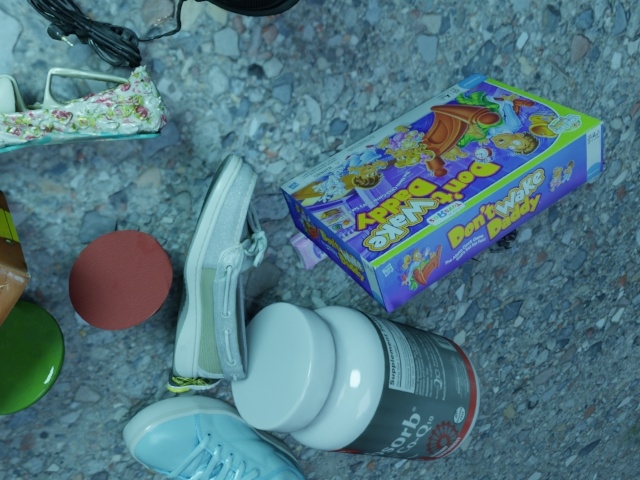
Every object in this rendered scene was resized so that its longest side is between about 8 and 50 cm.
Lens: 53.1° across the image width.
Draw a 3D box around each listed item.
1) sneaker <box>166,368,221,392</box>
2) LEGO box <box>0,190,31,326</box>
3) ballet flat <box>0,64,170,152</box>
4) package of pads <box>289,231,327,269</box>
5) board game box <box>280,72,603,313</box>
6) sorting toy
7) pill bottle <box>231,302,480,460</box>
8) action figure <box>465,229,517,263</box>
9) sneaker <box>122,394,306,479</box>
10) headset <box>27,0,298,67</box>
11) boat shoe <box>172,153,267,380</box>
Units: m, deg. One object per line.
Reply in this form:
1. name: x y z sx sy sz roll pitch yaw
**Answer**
1. sneaker: -0.178 0.194 0.919 0.083 0.031 0.035 -7 120 -30
2. LEGO box: -0.556 0.044 0.473 0.500 0.193 0.372 30 98 -41
3. ballet flat: -0.272 -0.128 0.627 0.241 0.091 0.077 -11 111 -19
4. package of pads: 0.000 0.000 0.921 0.083 0.032 0.050 -33 133 -13
5. board game box: 0.154 -0.081 0.841 0.347 0.233 0.078 -32 130 -14
6. sorting toy: -0.323 0.134 0.765 0.365 0.127 0.126 -35 160 -7
7. pill bottle: 0.059 0.215 0.970 0.363 0.210 0.210 21 104 -39
8. action figure: 0.259 -0.057 1.017 0.185 0.099 0.285 18 110 -48
9. sneaker: -0.127 0.349 0.966 0.135 0.150 0.366 -52 131 3
10. headset: -0.093 -0.305 0.562 0.185 0.243 0.394 31 122 -31
11. boat shoe: -0.115 0.045 0.797 0.103 0.118 0.320 11 117 -8
